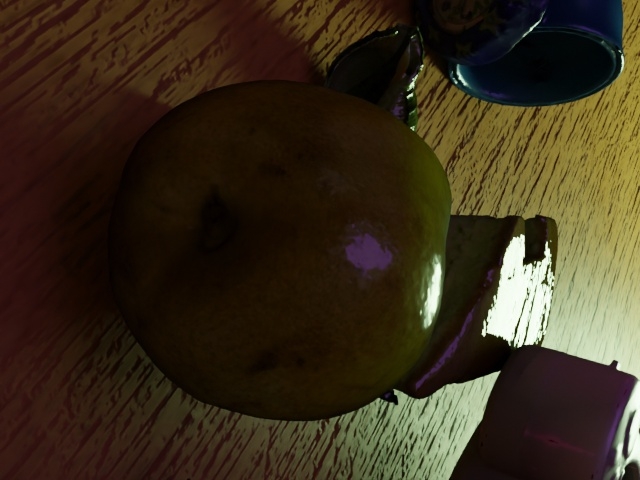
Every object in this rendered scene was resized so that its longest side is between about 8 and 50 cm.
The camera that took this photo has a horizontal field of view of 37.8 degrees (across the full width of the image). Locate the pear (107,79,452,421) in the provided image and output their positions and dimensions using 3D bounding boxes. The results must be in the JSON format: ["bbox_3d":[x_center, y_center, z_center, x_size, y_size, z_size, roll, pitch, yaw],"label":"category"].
[{"bbox_3d":[-0.021,0.007,0.527,0.200,0.200,0.200,15,71,-52],"label":"pear"}]

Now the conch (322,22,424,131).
[{"bbox_3d":[0.041,-0.114,0.735,0.089,0.074,0.121,2,120,-39],"label":"conch"}]

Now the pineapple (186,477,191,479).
[{"bbox_3d":[-0.069,0.236,0.505,0.225,0.076,0.225,7,82,-56],"label":"pineapple"}]

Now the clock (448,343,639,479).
[{"bbox_3d":[0.165,0.263,0.729,0.295,0.113,0.322,44,66,-56],"label":"clock"}]

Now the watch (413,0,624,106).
[{"bbox_3d":[0.204,-0.220,0.889,0.200,0.196,0.171,25,73,-42],"label":"watch"}]

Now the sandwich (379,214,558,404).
[{"bbox_3d":[0.090,0.039,0.697,0.236,0.122,0.128,-2,99,-65],"label":"sandwich"}]
